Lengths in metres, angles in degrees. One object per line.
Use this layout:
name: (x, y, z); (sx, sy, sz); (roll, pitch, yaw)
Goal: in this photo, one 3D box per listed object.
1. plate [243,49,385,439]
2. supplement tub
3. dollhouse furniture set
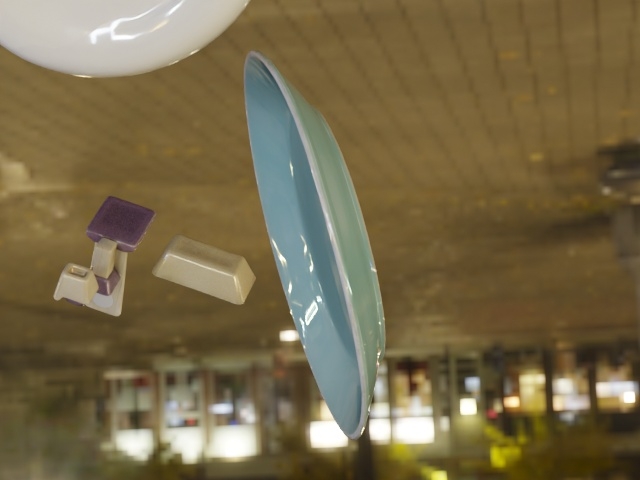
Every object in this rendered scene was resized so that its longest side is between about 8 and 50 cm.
plate: (0.000, 0.000, 0.817); (0.024, 0.188, 0.188); (-15, 177, -10)
supplement tub: (-0.090, -0.164, 0.778); (0.144, 0.144, 0.200); (-2, -160, 0)
dollhouse furniture set: (-0.111, 0.043, 1.167); (0.114, 0.081, 0.091); (19, -139, 5)
